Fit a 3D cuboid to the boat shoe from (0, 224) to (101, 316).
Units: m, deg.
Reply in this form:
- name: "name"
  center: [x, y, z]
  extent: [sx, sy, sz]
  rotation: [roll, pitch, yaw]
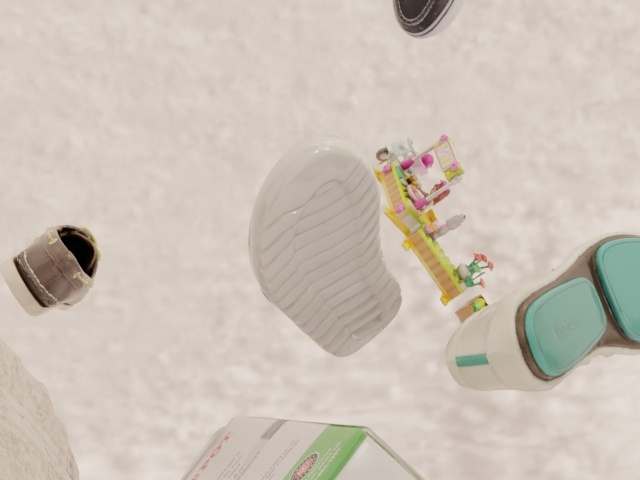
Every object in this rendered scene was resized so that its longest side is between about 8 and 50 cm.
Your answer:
- name: "boat shoe"
  center: [-0.359, 0.031, 2.131]
  extent: [0.097, 0.116, 0.324]
  rotation: [-32, -178, 4]

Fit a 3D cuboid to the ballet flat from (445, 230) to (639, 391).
- name: "ballet flat"
  center: [0.260, 0.076, 1.593]
  extent: [0.139, 0.139, 0.400]
  rotation: [-26, 173, 38]

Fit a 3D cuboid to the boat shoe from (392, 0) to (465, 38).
- name: "boat shoe"
  center: [0.128, -0.367, 1.789]
  extent: [0.102, 0.108, 0.301]
  rotation: [-29, 146, -43]

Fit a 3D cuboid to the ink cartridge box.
- name: "ink cartridge box"
  center: [-0.044, 0.263, 1.258]
  extent: [0.121, 0.211, 0.289]
  rotation: [43, 162, -15]

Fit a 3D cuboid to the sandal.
- name: "sandal"
  center: [-0.012, 0.009, 1.726]
  extent: [0.169, 0.102, 0.416]
  rotation: [-39, 149, -13]

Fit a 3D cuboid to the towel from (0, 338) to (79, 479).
- name: "towel"
  center: [-0.267, 0.205, 1.390]
  extent: [0.049, 0.187, 0.282]
  rotation: [-19, 152, -1]

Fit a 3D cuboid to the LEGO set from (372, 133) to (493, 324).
- name: "LEGO set"
  center: [0.158, -0.024, 1.846]
  extent: [0.107, 0.287, 0.132]
  rotation: [-34, 150, 15]
